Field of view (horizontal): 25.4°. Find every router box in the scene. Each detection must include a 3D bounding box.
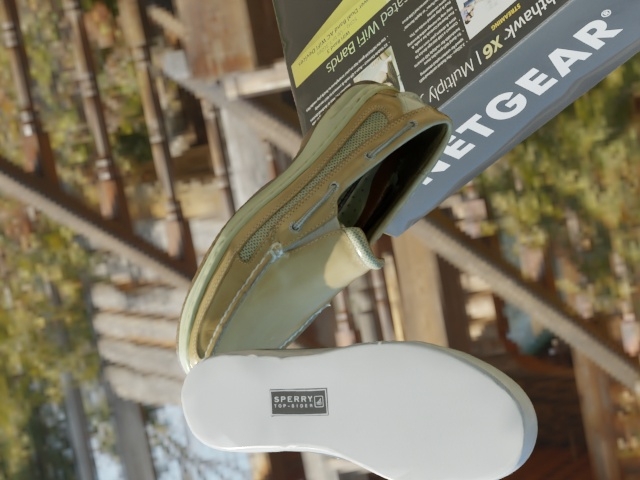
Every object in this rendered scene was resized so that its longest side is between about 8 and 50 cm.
[{"bbox_3d":[0.102,-0.186,0.956,0.081,0.243,0.309,20,136,-38],"label":"router box"}]

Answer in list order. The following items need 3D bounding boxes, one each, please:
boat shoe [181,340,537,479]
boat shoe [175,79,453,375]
[{"bbox_3d":[0.016,0.057,0.501,0.142,0.049,0.040,2,180,35],"label":"boat shoe"},{"bbox_3d":[0.000,0.000,0.728,0.072,0.190,0.068,24,167,43],"label":"boat shoe"}]
